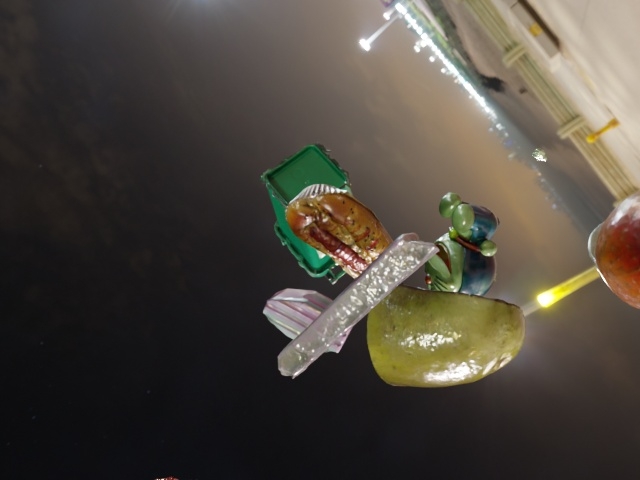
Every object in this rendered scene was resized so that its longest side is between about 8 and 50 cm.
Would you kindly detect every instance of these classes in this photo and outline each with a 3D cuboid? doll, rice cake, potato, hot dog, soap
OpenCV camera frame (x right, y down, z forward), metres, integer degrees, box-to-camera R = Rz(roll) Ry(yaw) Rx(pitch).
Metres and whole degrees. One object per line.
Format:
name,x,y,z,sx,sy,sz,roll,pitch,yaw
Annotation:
doll,0.390,0.040,1.348,0.186,0.322,0.198,3,-147,-14
rice cake,0.049,0.109,0.810,0.056,0.365,0.073,48,-153,11
potato,0.298,0.236,1.098,0.330,0.280,0.212,28,-112,-45
hot dog,0.052,-0.002,0.854,0.253,0.131,0.069,41,-141,-28
soap,-0.045,0.287,1.850,0.324,0.193,0.109,27,-149,8

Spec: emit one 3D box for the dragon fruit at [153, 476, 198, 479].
dragon fruit,-0.282,0.496,0.869,0.150,0.133,0.208,19,-166,28

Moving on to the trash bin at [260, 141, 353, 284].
trash bin,-0.006,-0.075,1.496,0.295,0.259,0.381,49,172,25

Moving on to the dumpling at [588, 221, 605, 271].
dumpling,0.737,0.018,1.083,0.163,0.293,0.204,64,178,-2

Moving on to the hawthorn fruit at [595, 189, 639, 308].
hawthorn fruit,0.614,0.006,0.850,0.231,0.263,0.235,24,-113,8

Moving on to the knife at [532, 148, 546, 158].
knife,0.693,-0.271,1.574,0.043,0.019,0.293,17,-170,26
